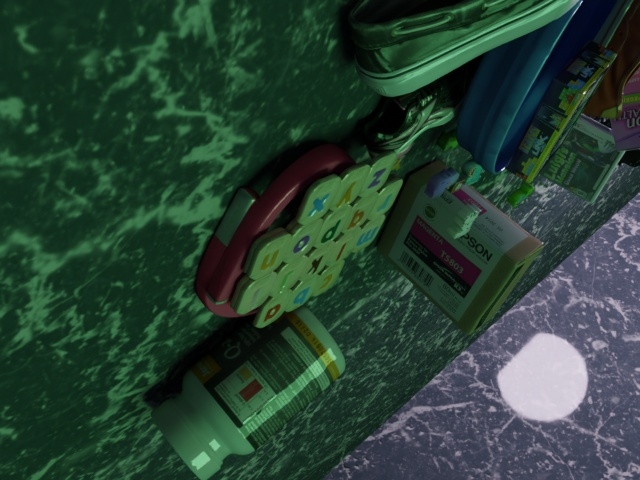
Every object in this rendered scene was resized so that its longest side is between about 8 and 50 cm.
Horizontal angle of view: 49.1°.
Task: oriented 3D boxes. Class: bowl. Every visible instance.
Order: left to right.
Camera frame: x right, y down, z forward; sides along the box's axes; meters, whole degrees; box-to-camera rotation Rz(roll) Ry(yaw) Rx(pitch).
[{"bbox_3d":[0.318,-0.277,0.979,0.391,0.077,0.391,-50,164,-20],"label":"bowl"}]

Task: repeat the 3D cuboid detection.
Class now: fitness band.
[{"bbox_3d":[-0.054,-0.004,0.936,0.209,0.054,0.291,-13,142,-51],"label":"fitness band"}]

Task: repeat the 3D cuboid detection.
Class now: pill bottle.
[{"bbox_3d":[-0.110,0.225,1.080,0.278,0.162,0.162,-38,156,-16],"label":"pill bottle"}]

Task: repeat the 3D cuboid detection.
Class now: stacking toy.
[{"bbox_3d":[0.211,-0.101,1.069,0.221,0.167,0.052,-23,149,-40],"label":"stacking toy"}]

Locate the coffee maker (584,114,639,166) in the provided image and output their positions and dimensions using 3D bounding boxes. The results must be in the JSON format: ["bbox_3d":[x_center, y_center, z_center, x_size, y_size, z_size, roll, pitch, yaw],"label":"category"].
[{"bbox_3d":[0.720,-0.283,1.661,0.120,0.171,0.178,-36,-171,41],"label":"coffee maker"}]

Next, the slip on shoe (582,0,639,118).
[{"bbox_3d":[0.495,-0.335,1.069,0.331,0.101,0.123,-61,163,10],"label":"slip on shoe"}]

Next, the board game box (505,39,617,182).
[{"bbox_3d":[0.347,-0.186,1.019,0.141,0.048,0.170,-41,159,-37],"label":"board game box"}]

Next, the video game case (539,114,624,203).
[{"bbox_3d":[0.517,-0.179,1.437,0.022,0.173,0.190,-47,160,-28],"label":"video game case"}]

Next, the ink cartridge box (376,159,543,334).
[{"bbox_3d":[0.226,0.012,1.192,0.088,0.234,0.193,-28,151,-36],"label":"ink cartridge box"}]

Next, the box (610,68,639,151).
[{"bbox_3d":[0.622,-0.313,1.294,0.213,0.243,0.117,-25,-168,-39],"label":"box"}]

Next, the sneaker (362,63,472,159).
[{"bbox_3d":[0.127,-0.178,0.927,0.178,0.072,0.077,-48,155,4],"label":"sneaker"}]

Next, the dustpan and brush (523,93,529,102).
[{"bbox_3d":[0.351,-0.252,1.209,0.147,0.060,0.211,7,131,-50],"label":"dustpan and brush"}]

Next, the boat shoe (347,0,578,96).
[{"bbox_3d":[0.180,-0.281,0.749,0.335,0.121,0.119,-36,151,-2],"label":"boat shoe"}]

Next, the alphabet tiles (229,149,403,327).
[{"bbox_3d":[0.000,0.000,0.951,0.284,0.021,0.278,-28,152,-41],"label":"alphabet tiles"}]
